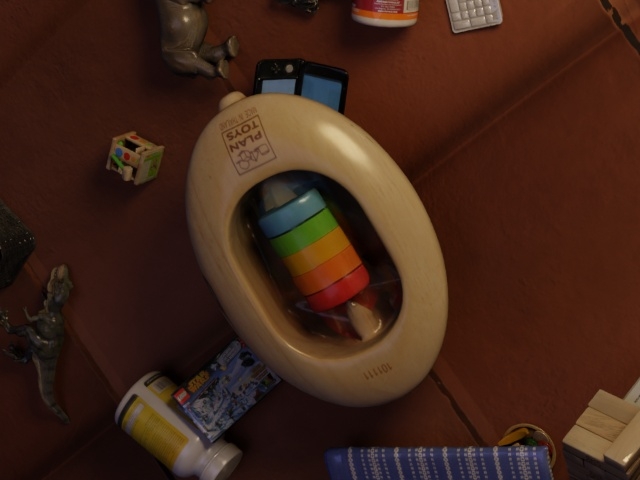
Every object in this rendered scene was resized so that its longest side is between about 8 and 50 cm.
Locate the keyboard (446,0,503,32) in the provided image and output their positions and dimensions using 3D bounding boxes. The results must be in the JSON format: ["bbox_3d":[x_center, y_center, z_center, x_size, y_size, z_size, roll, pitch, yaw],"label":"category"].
[{"bbox_3d":[0.168,-0.388,1.775,0.072,0.014,0.256,-8,100,31],"label":"keyboard"}]

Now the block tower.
[{"bbox_3d":[0.369,0.317,1.732,0.097,0.091,0.335,25,149,35],"label":"block tower"}]

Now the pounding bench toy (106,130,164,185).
[{"bbox_3d":[-0.278,-0.117,2.066,0.065,0.083,0.052,27,116,19],"label":"pounding bench toy"}]

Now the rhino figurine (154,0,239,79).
[{"bbox_3d":[-0.185,-0.336,1.956,0.106,0.073,0.243,-4,101,27],"label":"rhino figurine"}]

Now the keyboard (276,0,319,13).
[{"bbox_3d":[-0.025,-0.355,1.890,0.180,0.023,0.108,14,105,26],"label":"keyboard"}]

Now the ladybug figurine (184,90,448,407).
[{"bbox_3d":[0.000,0.000,1.873,0.305,0.162,0.449,-24,100,17],"label":"ladybug figurine"}]

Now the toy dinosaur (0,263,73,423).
[{"bbox_3d":[-0.449,0.161,2.262,0.118,0.064,0.268,14,114,18],"label":"toy dinosaur"}]

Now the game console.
[{"bbox_3d":[-0.031,-0.176,1.919,0.071,0.107,0.122,33,122,50],"label":"game console"}]

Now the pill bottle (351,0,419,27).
[{"bbox_3d":[0.085,-0.347,1.791,0.086,0.086,0.152,13,110,26],"label":"pill bottle"}]

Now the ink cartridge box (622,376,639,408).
[{"bbox_3d":[0.479,0.204,1.694,0.208,0.153,0.087,38,118,14],"label":"ink cartridge box"}]

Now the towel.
[{"bbox_3d":[0.177,0.385,1.970,0.336,0.040,0.243,-5,111,29],"label":"towel"}]

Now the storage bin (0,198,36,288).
[{"bbox_3d":[-0.551,-0.011,2.253,0.180,0.084,0.122,45,121,12],"label":"storage bin"}]

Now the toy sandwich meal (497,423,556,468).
[{"bbox_3d":[0.271,0.283,1.907,0.085,0.029,0.086,9,109,27],"label":"toy sandwich meal"}]

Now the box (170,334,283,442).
[{"bbox_3d":[-0.136,0.213,2.078,0.137,0.027,0.094,-42,82,-1],"label":"box"}]

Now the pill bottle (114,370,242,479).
[{"bbox_3d":[-0.209,0.286,2.135,0.184,0.103,0.103,38,119,15],"label":"pill bottle"}]
